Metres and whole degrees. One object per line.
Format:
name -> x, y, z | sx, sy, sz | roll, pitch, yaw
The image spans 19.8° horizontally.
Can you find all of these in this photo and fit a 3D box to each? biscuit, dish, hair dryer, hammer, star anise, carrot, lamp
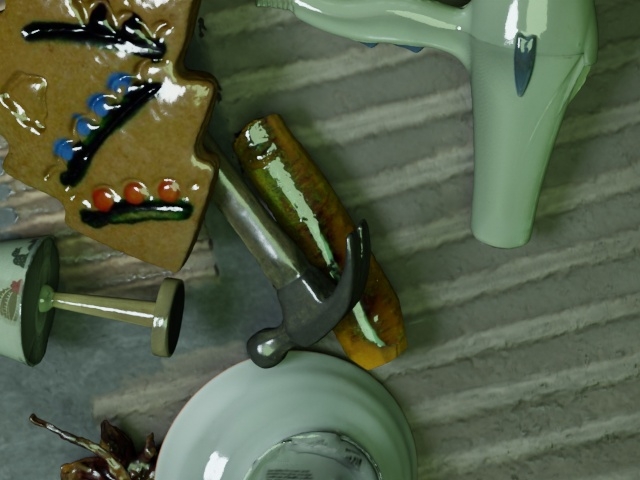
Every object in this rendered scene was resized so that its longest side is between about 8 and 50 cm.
biscuit -> -0.185, -0.108, 1.597 | 0.278, 0.043, 0.301 | -24, 101, 27
dish -> -0.019, 0.237, 1.701 | 0.260, 0.085, 0.260 | -3, 100, -17
hair dryer -> 0.116, -0.128, 1.660 | 0.298, 0.119, 0.296 | -10, 108, 15
hammer -> -0.124, -0.090, 1.632 | 0.168, 0.044, 0.440 | -37, 95, 30
star anise -> -0.196, 0.209, 1.714 | 0.190, 0.070, 0.097 | 32, 108, -20
carrot -> 0.000, 0.000, 1.685 | 0.070, 0.070, 0.260 | -30, 102, 3
lamp -> -0.235, 0.057, 1.649 | 0.214, 0.121, 0.121 | 9, 103, 6
